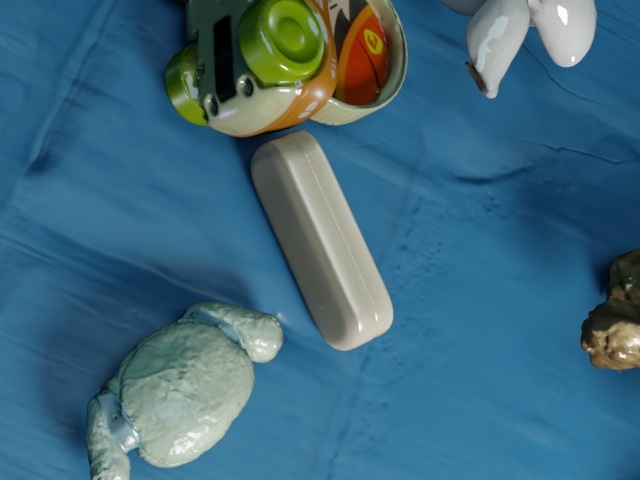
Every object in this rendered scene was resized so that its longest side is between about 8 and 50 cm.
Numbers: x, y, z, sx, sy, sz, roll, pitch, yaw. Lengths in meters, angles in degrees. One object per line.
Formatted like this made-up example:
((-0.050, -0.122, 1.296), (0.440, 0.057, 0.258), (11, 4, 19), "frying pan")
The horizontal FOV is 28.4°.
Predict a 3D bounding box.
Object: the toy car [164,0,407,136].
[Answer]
((-0.017, -0.198, 1.141), (0.235, 0.145, 0.235), (14, 67, -38), "toy car")

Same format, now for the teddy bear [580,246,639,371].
((0.384, 0.162, 1.192), (0.296, 0.222, 0.246), (20, 34, 17), "teddy bear")

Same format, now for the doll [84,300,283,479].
((-0.115, 0.123, 1.044), (0.103, 0.071, 0.214), (49, 62, -5), "doll")

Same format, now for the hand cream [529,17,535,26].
((0.223, -0.333, 1.297), (0.086, 0.055, 0.235), (0, 84, -18), "hand cream")

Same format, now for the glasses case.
((0.000, 0.000, 1.111), (0.050, 0.083, 0.196), (-22, 87, -24), "glasses case")

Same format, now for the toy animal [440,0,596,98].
((0.128, -0.298, 1.188), (0.208, 0.154, 0.325), (-24, 79, -34), "toy animal")
